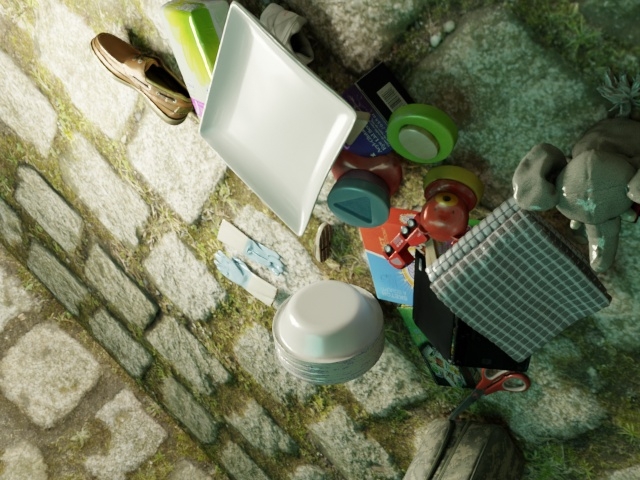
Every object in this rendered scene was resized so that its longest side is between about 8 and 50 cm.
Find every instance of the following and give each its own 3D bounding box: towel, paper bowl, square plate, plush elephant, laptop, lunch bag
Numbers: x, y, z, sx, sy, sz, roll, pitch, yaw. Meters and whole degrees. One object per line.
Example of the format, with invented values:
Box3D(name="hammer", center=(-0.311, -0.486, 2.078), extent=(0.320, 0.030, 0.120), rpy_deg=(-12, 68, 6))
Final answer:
Box3D(name="towel", center=(0.374, 0.084, 1.340), extent=(0.283, 0.121, 0.235), rpy_deg=(38, 110, -23))
Box3D(name="paper bowl", center=(0.020, 0.213, 1.811), extent=(0.284, 0.284, 0.148), rpy_deg=(21, 136, 30))
Box3D(name="square plate", center=(-0.091, -0.232, 1.413), extent=(0.344, 0.049, 0.347), rpy_deg=(45, 139, 17))
Box3D(name="plush elephant", center=(0.463, -0.077, 1.143), extent=(0.272, 0.255, 0.330), rpy_deg=(4, 127, 42))
Box3D(name="laptop", center=(0.333, 0.156, 1.577), extent=(0.264, 0.136, 0.234), rpy_deg=(4, 132, 9))
Box3D(name="lunch bag", center=(0.342, 0.624, 1.865), extent=(0.256, 0.305, 0.212), rpy_deg=(-6, 130, 47))

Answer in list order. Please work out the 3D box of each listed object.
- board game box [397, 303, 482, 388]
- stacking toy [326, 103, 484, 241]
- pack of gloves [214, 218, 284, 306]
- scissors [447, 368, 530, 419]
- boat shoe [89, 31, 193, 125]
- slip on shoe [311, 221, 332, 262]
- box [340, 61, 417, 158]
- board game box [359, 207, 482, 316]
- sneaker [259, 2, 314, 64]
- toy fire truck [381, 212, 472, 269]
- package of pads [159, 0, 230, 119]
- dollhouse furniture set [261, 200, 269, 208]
Box3D(name="board game box", center=(0.302, 0.264, 1.803), extent=(0.136, 0.030, 0.260), rpy_deg=(-3, 122, 48))
Box3D(name="stacking toy", center=(0.137, -0.114, 1.368), extent=(0.309, 0.130, 0.279), rpy_deg=(5, 145, 25))
Box3D(name="pack of gloves", center=(-0.204, 0.060, 2.101), extent=(0.232, 0.046, 0.195), rpy_deg=(33, 130, 12))
Box3D(name="scissors", center=(0.391, 0.368, 1.783), extent=(0.109, 0.021, 0.297), rpy_deg=(45, 134, -8))
Box3D(name="boat shoe", center=(-0.443, -0.433, 1.815), extent=(0.307, 0.111, 0.104), rpy_deg=(39, 140, -7))
Box3D(name="slip on shoe", center=(0.000, 0.000, 1.833), extent=(0.041, 0.051, 0.135), rpy_deg=(39, 150, 28))
Box3D(name="box", center=(0.088, -0.239, 1.474), extent=(0.153, 0.108, 0.207), rpy_deg=(49, 142, -6))
Box3D(name="board game box", center=(0.252, 0.052, 1.624), extent=(0.316, 0.064, 0.242), rpy_deg=(10, 130, 38))
Box3D(name="sneaker", center=(-0.070, -0.376, 1.518), extent=(0.115, 0.090, 0.232), rpy_deg=(22, 139, 21))
Box3D(name="toy fire truck", center=(0.227, 0.014, 1.503), extent=(0.135, 0.047, 0.192), rpy_deg=(52, 128, 17))
Box3D(name="package of pads", center=(-0.240, -0.392, 1.601), extent=(0.229, 0.101, 0.296), rpy_deg=(34, 147, 54))
Box3D(name="dollhouse furniture set", center=(-0.078, -0.117, 1.744), extent=(0.091, 0.114, 0.081), rpy_deg=(39, 138, 13))
